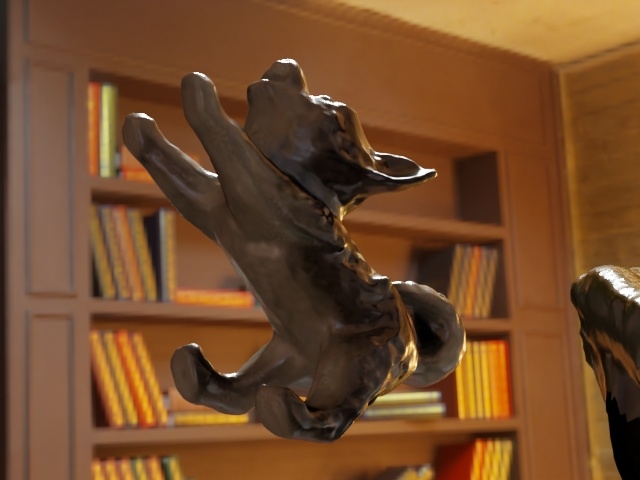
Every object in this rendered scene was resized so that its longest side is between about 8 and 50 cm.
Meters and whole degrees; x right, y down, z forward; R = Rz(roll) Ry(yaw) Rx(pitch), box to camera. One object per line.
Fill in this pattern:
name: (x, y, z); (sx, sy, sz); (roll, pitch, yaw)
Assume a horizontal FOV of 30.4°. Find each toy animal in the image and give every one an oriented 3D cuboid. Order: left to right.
toy animal: (0.000, 0.000, 1.098); (0.302, 0.344, 0.194); (-8, -4, -39)

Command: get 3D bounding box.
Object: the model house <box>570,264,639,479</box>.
model house: (0.231, 0.072, 0.396); (0.239, 0.268, 0.173); (-16, -35, 3)
